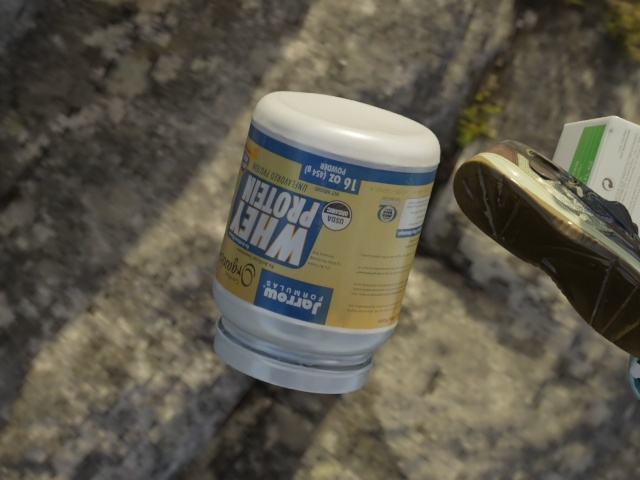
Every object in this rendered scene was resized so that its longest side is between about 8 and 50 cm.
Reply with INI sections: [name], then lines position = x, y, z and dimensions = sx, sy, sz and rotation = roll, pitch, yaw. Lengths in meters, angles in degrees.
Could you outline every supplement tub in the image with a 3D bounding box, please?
[supplement tub]
position = 0.000, 0.000, 1.300
dimensions = 0.144, 0.144, 0.200
rotation = 4, 107, -36

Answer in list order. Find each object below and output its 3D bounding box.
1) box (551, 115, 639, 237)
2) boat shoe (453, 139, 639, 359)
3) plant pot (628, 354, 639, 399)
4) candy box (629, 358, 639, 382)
[box]
position = 0.234, -0.032, 1.340
dimensions = 0.102, 0.087, 0.101
rotation = 21, 83, -16
[boat shoe]
position = 0.138, 0.002, 0.865
dimensions = 0.049, 0.152, 0.056
rotation = -42, 171, -37
[plant pot]
position = 0.434, 0.022, 1.624
dimensions = 0.293, 0.293, 0.235
rotation = 33, 49, -39
[candy box]
position = 0.342, 0.121, 1.209
dimensions = 0.164, 0.196, 0.070
rotation = -10, 138, -48
